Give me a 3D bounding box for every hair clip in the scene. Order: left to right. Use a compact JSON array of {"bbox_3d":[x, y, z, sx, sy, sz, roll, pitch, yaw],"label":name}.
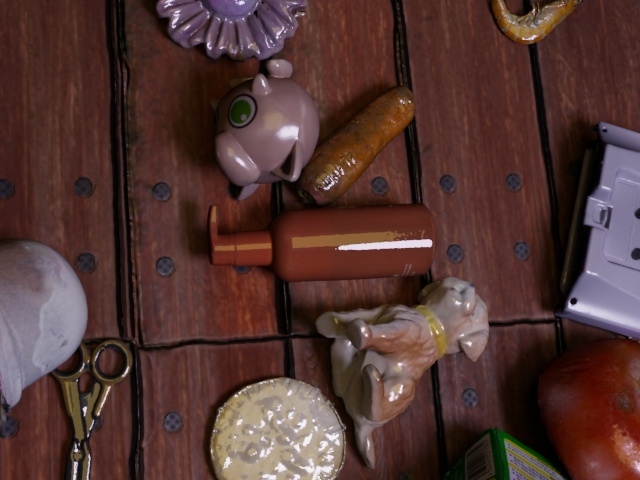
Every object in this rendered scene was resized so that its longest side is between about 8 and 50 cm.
[{"bbox_3d":[-0.073,-0.348,1.121,0.173,0.069,0.300,24,75,-7],"label":"hair clip"}]

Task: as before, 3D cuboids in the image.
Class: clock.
[{"bbox_3d":[0.383,-0.003,1.142,0.186,0.083,0.253,15,76,-8],"label":"clock"}]

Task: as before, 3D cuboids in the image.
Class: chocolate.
[{"bbox_3d":[-0.309,0.072,0.950,0.147,0.221,0.221,-26,84,-44],"label":"chocolate"}]

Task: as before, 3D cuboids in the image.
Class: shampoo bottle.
[{"bbox_3d":[0.000,0.002,1.058,0.244,0.085,0.085,-1,79,-13],"label":"shampoo bottle"}]

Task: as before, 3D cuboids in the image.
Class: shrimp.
[{"bbox_3d":[0.271,-0.297,1.208,0.127,0.025,0.091,-26,84,-13],"label":"shrimp"}]

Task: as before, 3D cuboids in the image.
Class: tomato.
[{"bbox_3d":[0.346,0.192,1.049,0.225,0.085,0.225,18,44,-19],"label":"tomato"}]

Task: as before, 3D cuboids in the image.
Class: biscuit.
[{"bbox_3d":[-0.044,0.218,1.036,0.152,0.020,0.152,2,78,-11],"label":"biscuit"}]

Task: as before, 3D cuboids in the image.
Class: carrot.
[{"bbox_3d":[0.042,-0.112,1.104,0.060,0.060,0.186,43,71,-1],"label":"carrot"}]

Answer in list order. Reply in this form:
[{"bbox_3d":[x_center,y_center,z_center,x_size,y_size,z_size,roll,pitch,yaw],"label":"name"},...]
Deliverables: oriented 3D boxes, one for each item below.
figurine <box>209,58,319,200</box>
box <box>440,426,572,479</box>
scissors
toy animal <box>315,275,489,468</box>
[{"bbox_3d":[-0.062,-0.119,1.047,0.125,0.125,0.138,3,81,-12],"label":"figurine"},{"bbox_3d":[0.211,0.304,0.956,0.180,0.250,0.103,32,108,-4],"label":"box"},{"bbox_3d":[-0.245,0.208,0.997,0.088,0.017,0.220,6,78,-12],"label":"scissors"},{"bbox_3d":[0.105,0.135,1.063,0.185,0.104,0.184,-21,113,-32],"label":"toy animal"}]
